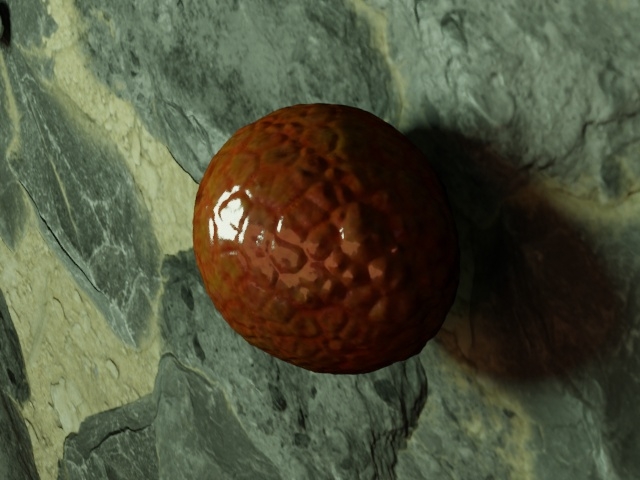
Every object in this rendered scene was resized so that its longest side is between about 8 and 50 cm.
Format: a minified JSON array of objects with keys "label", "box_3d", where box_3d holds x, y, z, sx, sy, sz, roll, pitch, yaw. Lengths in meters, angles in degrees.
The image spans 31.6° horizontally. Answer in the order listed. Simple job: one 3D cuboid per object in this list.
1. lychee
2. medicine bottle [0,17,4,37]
[{"label":"lychee","box_3d":[0.000,0.000,1.037,0.300,0.255,0.255,-2,104,52]},{"label":"medicine bottle","box_3d":[-0.563,-0.351,1.713,0.191,0.107,0.107,33,130,40]}]
